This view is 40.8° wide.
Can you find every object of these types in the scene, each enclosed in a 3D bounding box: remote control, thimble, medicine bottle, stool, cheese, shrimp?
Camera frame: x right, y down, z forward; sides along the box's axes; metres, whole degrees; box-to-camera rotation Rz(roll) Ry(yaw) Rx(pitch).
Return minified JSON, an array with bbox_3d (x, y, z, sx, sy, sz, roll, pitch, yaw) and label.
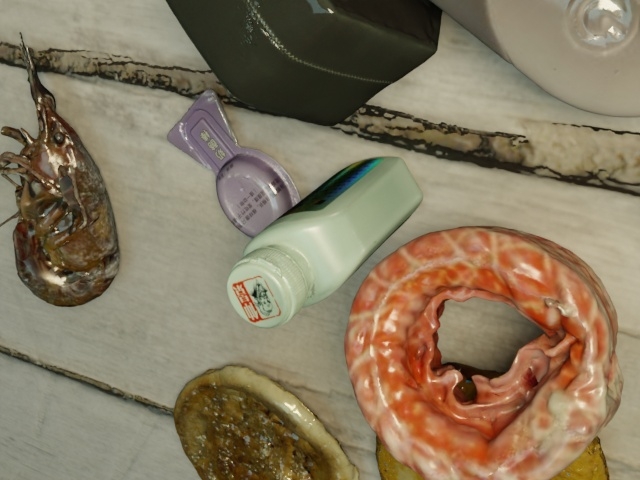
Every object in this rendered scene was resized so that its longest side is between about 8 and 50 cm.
[{"bbox_3d":[0.188,-0.233,0.620,0.332,0.103,0.221,38,110,-1],"label":"remote control"},{"bbox_3d":[0.148,0.102,0.767,0.239,0.162,0.239,-1,87,26],"label":"thimble"},{"bbox_3d":[0.000,0.000,0.803,0.121,0.229,0.083,-23,101,38],"label":"medicine bottle"},{"bbox_3d":[-0.010,-0.218,0.703,0.141,0.232,0.232,-30,97,41],"label":"stool"},{"bbox_3d":[-0.085,-0.069,0.939,0.191,0.042,0.105,51,128,-1],"label":"cheese"},{"bbox_3d":[-0.335,-0.075,1.044,0.145,0.116,0.343,-4,112,7],"label":"shrimp"}]

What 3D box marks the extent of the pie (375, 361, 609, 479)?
[{"bbox_3d":[0.179,0.244,0.929,0.273,0.069,0.273,16,123,25],"label":"pie"}]

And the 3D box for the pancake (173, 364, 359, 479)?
[{"bbox_3d":[-0.075,0.277,1.118,0.282,0.049,0.282,17,124,27],"label":"pancake"}]
